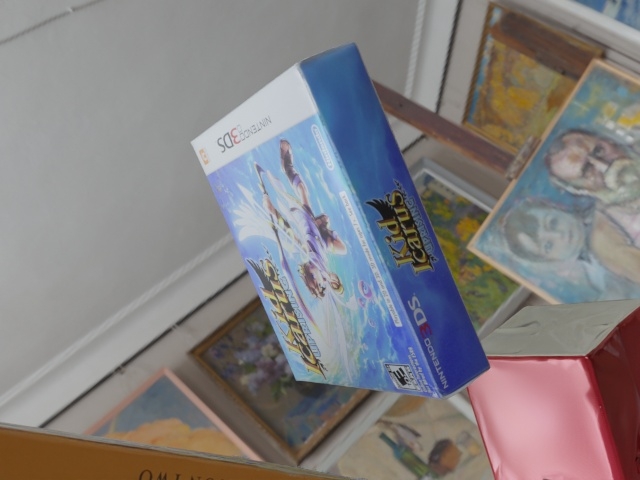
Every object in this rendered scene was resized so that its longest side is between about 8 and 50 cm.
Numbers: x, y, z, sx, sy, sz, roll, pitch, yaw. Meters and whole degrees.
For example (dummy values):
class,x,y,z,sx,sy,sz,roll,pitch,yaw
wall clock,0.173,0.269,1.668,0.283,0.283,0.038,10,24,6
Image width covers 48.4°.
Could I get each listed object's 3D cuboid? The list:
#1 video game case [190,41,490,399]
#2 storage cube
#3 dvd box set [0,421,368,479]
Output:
class,x,y,z,sx,sy,sz,roll,pitch,yaw
video game case,0.000,0.000,0.623,0.061,0.270,0.244,-26,6,-27
storage cube,0.319,0.199,0.908,0.183,0.215,0.193,-24,-81,-40
dvd box set,-0.161,0.159,0.475,0.420,0.307,0.062,27,-115,-44
